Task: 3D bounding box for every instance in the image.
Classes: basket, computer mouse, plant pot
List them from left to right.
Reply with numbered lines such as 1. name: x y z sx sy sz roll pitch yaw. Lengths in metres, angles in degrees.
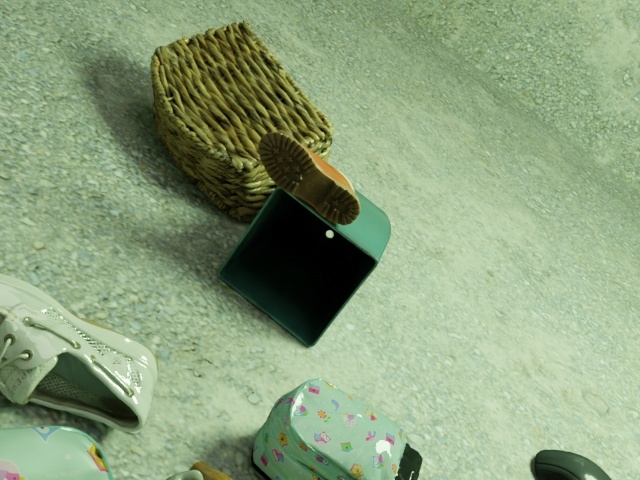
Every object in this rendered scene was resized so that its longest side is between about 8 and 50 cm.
1. basket: -0.141 -0.156 1.526 0.213 0.223 0.299 -25 60 -22
2. plant pot: 0.000 0.000 1.378 0.165 0.165 0.234 37 25 2
3. computer mouse: 0.434 0.384 1.383 0.184 0.060 0.262 -5 49 -50

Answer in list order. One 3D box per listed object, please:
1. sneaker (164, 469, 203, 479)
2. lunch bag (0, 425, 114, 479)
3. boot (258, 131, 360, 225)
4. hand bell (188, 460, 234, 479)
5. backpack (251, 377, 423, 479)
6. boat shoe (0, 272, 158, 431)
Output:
1. sneaker: -0.081 0.320 0.844 0.262 0.121 0.099 47 31 18
2. lunch bag: -0.279 0.259 0.728 0.279 0.108 0.224 5 47 -41
3. boot: -0.015 -0.087 1.257 0.158 0.059 0.084 41 18 -10
4. hand bell: -0.047 0.303 0.957 0.242 0.126 0.126 38 26 30
5. backpack: 0.018 0.241 1.081 0.182 0.115 0.152 33 31 0
6. boat shoe: -0.286 0.113 0.952 0.277 0.098 0.096 25 29 -23
